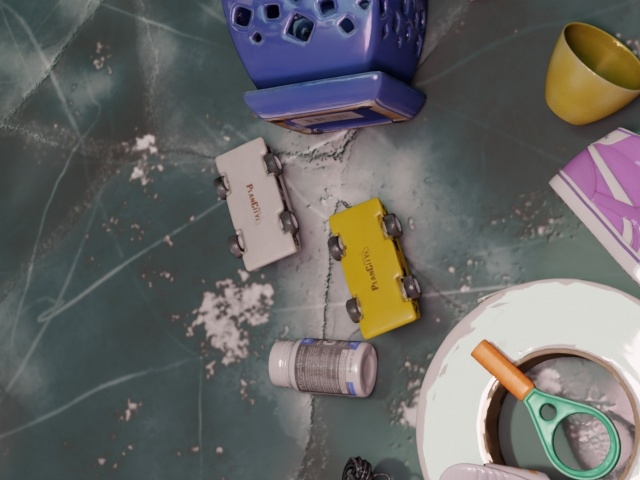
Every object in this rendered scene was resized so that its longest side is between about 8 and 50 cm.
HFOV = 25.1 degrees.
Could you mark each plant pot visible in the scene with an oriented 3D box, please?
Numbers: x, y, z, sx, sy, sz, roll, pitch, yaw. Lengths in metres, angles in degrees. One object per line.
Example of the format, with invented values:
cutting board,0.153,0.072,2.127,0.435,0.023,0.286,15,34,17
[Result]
plant pot,0.351,-0.208,1.895,0.134,0.134,0.095,50,128,21
plant pot,0.014,-0.267,1.979,0.235,0.236,0.212,-6,85,20

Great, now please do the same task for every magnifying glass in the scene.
magnifying glass,0.283,0.211,1.820,0.231,0.026,0.092,43,98,23

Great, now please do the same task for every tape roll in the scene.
tape roll,0.313,0.242,1.854,0.391,0.072,0.392,-4,79,22

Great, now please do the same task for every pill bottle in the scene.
pill bottle,0.003,0.175,1.987,0.137,0.078,0.078,2,82,22

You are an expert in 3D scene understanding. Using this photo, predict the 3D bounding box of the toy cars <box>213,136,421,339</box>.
toy cars,0.000,0.000,2.018,0.393,0.087,0.176,29,88,27

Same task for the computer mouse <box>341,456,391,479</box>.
computer mouse,0.121,0.405,1.853,0.272,0.072,0.189,14,108,35

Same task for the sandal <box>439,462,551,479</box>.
sandal,0.273,0.339,1.783,0.265,0.076,0.102,14,101,3

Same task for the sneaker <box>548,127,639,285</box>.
sneaker,0.436,-0.027,1.836,0.161,0.102,0.282,-40,69,8
